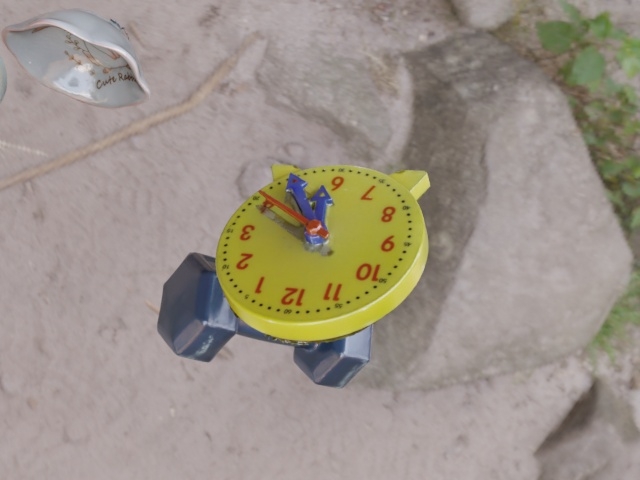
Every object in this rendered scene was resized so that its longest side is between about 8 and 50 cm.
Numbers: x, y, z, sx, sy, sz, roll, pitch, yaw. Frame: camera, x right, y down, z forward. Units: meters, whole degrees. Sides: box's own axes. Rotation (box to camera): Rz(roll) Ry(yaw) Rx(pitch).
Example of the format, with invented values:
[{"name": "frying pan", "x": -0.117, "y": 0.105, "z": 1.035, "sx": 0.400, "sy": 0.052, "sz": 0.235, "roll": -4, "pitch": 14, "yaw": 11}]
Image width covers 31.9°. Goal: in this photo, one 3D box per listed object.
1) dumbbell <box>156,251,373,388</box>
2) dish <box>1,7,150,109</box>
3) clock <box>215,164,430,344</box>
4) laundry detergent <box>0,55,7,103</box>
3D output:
[{"name": "dumbbell", "x": -0.077, "y": 0.121, "z": 1.658, "sx": 0.316, "sy": 0.144, "sz": 0.156, "roll": 16, "pitch": 132, "yaw": -32}, {"name": "dish", "x": -0.345, "y": -0.283, "z": 1.647, "sx": 0.229, "sy": 0.229, "sz": 0.081, "roll": 28, "pitch": 67, "yaw": -26}, {"name": "clock", "x": -0.001, "y": -0.001, "z": 1.448, "sx": 0.277, "sy": 0.293, "sz": 0.071, "roll": -1, "pitch": 139, "yaw": 16}, {"name": "laundry detergent", "x": -0.266, "y": -0.049, "z": 0.426, "sx": 0.215, "sy": 0.105, "sz": 0.280, "roll": 58, "pitch": 42, "yaw": -27}]
